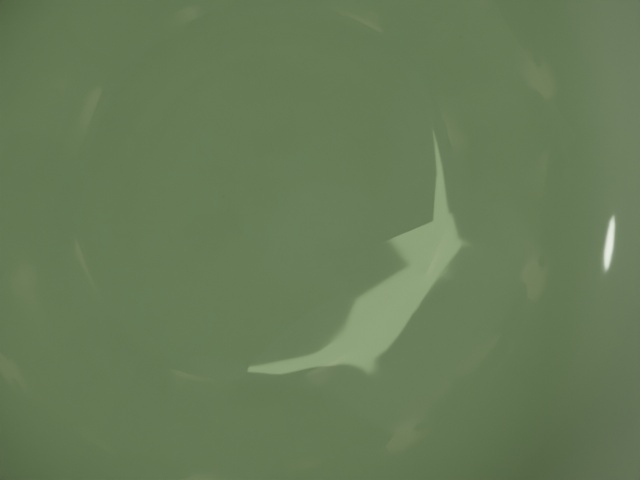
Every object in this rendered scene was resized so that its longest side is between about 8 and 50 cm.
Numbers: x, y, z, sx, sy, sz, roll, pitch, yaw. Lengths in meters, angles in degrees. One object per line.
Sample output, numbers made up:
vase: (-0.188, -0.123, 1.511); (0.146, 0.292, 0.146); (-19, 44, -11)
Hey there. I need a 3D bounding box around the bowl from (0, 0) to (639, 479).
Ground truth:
bowl: (0.000, 0.000, 0.361); (0.298, 0.134, 0.298); (-7, 111, -19)
